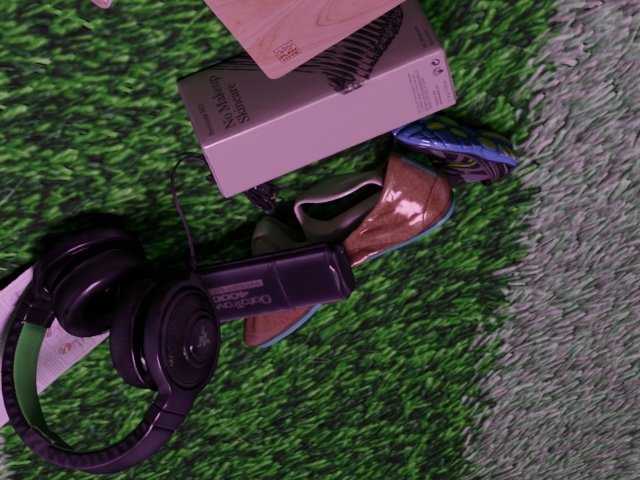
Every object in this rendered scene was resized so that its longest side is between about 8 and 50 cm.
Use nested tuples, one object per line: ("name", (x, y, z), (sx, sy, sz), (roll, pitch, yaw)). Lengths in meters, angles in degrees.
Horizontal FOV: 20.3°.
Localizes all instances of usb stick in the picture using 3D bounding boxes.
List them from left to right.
("usb stick", (-0.093, 0.056, 2.082), (0.278, 0.045, 0.077), (-11, 116, 23))

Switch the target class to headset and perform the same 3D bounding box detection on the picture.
("headset", (-0.195, 0.079, 2.014), (0.394, 0.243, 0.185), (-59, 148, 5))

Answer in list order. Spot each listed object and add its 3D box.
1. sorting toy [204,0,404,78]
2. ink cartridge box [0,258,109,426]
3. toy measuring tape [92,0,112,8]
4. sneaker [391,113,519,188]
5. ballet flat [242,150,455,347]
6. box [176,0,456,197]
("sorting toy", (-0.008, -0.317, 1.730), (0.257, 0.089, 0.255), (-30, 142, 10))
("ink cartridge box", (-0.374, 0.118, 2.113), (0.232, 0.066, 0.189), (-44, 143, -8))
("toy measuring tape", (-0.223, -0.315, 1.592), (0.121, 0.121, 0.330), (-27, 142, 4))
("sneaker", (0.155, -0.099, 2.097), (0.188, 0.067, 0.078), (13, 124, -42))
("ballet flat", (0.000, 0.000, 2.100), (0.342, 0.116, 0.124), (-35, 119, 30))
("box", (-0.004, -0.159, 1.907), (0.275, 0.113, 0.094), (-23, 142, -2))
